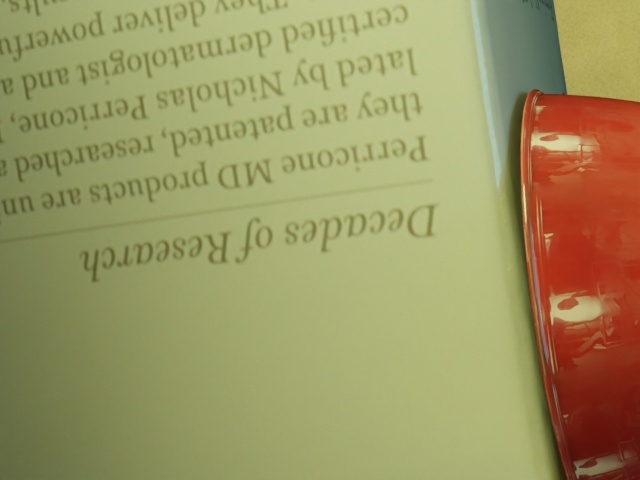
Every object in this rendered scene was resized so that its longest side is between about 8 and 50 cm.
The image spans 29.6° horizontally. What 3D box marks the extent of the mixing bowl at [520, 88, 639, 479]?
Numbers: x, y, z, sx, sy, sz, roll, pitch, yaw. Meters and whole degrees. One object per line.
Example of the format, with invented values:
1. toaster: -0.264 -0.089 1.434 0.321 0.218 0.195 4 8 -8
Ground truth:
1. mixing bowl: 0.148 0.019 0.496 0.181 0.098 0.181 -8 90 -71

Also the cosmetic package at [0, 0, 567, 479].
1. cosmetic package: -0.046 -0.078 0.638 0.329 0.327 0.394 -23 104 -72
